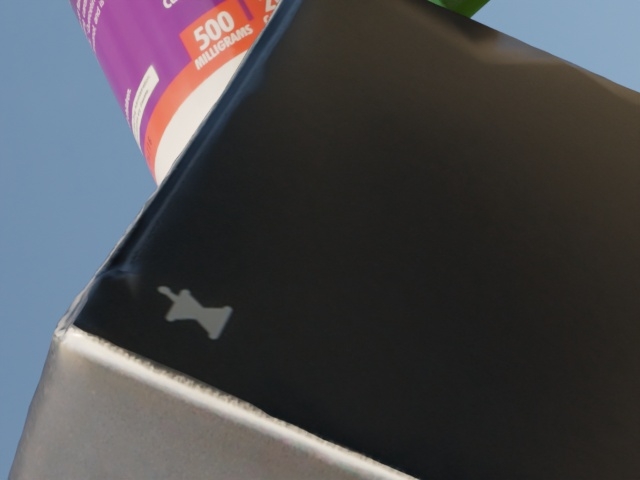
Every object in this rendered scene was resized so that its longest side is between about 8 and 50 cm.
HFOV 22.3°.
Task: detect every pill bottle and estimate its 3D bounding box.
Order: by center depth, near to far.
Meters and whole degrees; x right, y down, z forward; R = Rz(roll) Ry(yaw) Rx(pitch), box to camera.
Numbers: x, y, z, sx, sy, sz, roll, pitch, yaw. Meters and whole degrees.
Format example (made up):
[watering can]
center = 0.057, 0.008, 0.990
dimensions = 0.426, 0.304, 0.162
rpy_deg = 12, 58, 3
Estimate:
[pill bottle]
center = -0.066, -0.166, 1.016
dimensions = 0.181, 0.181, 0.323
rpy_deg = 5, -133, -46

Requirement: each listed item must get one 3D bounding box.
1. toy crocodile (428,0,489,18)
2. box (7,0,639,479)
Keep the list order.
[toy crocodile]
center = -0.044, -0.205, 0.807
dimensions = 0.115, 0.340, 0.105
rpy_deg = -47, -22, -21
[box]
center = -0.007, 0.136, 0.679
dimensions = 0.212, 0.395, 0.293
rpy_deg = 23, -144, 2
